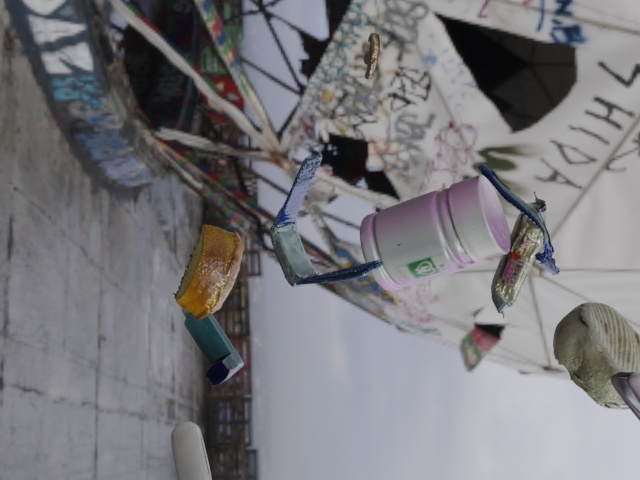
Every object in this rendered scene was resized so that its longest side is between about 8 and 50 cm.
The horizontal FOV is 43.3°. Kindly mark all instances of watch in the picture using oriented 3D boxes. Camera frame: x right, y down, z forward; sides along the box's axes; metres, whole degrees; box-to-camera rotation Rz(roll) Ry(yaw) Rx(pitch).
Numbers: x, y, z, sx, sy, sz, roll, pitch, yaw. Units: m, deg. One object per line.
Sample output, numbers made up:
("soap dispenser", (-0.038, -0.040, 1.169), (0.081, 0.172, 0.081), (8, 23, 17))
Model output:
("watch", (0.003, 0.013, 1.592), (0.276, 0.068, 0.274), (64, -34, 24))

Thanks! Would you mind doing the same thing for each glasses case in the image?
("glasses case", (-0.310, 0.529, 1.934), (0.049, 0.074, 0.193), (54, 14, -59))

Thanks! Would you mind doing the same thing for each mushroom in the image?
("mushroom", (0.111, -0.402, 1.756), (0.049, 0.019, 0.101), (-162, -103, -68))

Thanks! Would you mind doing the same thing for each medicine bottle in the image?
("medicine bottle", (0.283, -0.015, 2.005), (0.212, 0.326, 0.212), (44, 35, -43))
("medicine bottle", (-0.303, 0.278, 2.222), (0.258, 0.079, 0.124), (55, 21, 21))

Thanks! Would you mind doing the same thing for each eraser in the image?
("eraser", (0.619, 0.328, 1.422), (0.243, 0.059, 0.204), (50, 3, 13))

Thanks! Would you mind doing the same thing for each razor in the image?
("razor", (0.447, -0.067, 1.813), (0.093, 0.056, 0.324), (31, 27, -50))

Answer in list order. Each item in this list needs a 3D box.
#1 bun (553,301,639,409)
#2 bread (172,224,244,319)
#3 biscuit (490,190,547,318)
("bun", (0.588, 0.245, 1.684), (0.141, 0.239, 0.239), (-45, -144, 38))
("bread", (-0.282, 0.083, 2.111), (0.134, 0.129, 0.260), (-1, -112, 65))
("biscuit", (0.506, 0.034, 2.054), (0.186, 0.079, 0.308), (-44, 155, -74))
